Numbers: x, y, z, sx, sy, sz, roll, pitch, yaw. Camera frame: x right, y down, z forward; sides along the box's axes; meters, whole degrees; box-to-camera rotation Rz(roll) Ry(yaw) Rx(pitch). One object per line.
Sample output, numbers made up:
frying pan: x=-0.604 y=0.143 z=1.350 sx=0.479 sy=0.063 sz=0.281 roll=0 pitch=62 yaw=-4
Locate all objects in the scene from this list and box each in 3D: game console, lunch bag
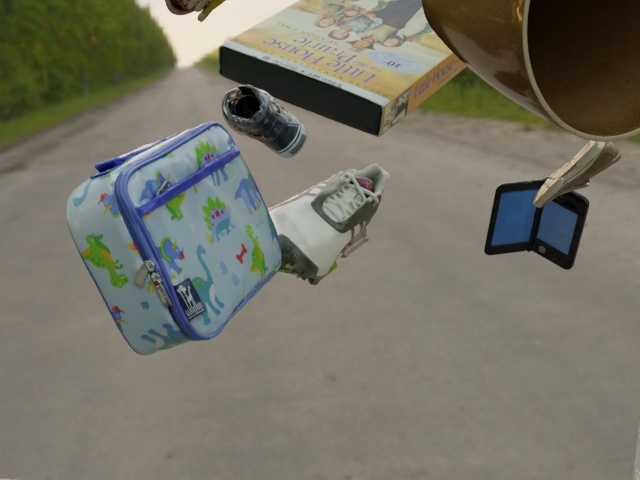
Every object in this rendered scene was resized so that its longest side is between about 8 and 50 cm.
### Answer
game console: x=0.340 y=-0.020 z=1.713 sx=0.124 sy=0.144 sz=0.085 roll=33 pitch=47 yaw=31
lunch bag: x=-0.128 y=-0.009 z=0.998 sx=0.090 sy=0.176 sz=0.219 roll=-20 pitch=10 yaw=27

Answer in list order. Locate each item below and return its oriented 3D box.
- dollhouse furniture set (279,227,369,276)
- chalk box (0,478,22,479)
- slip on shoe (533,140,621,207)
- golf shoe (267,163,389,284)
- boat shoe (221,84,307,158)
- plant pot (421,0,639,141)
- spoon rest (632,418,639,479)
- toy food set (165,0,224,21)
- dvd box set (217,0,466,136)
dollhouse furniture set: x=0.000 y=0.000 z=1.582 sx=0.058 sy=0.076 sz=0.151 roll=13 pitch=39 yaw=43
chalk box: x=-0.457 y=0.505 z=1.559 sx=0.179 sy=0.289 sz=0.180 roll=-2 pitch=-30 yaw=26
slip on shoe: x=0.339 y=-0.084 z=1.441 sx=0.135 sy=0.041 sz=0.051 roll=-47 pitch=6 yaw=28
golf shoe: x=0.006 y=-0.034 z=1.300 sx=0.120 sy=0.105 sz=0.273 roll=-45 pitch=0 yaw=19
boat shoe: x=-0.089 y=-0.166 z=1.341 sx=0.083 sy=0.065 sz=0.183 roll=37 pitch=-1 yaw=-39
plant pot: x=0.218 y=-0.240 z=1.093 sx=0.237 sy=0.237 sz=0.254 roll=-11 pitch=21 yaw=-27
spoon rest: x=0.351 y=0.200 z=1.069 sx=0.084 sy=0.277 sz=0.137 roll=-1 pitch=-7 yaw=-6
toy food set: x=-0.139 y=-0.329 z=1.342 sx=0.038 sy=0.132 sz=0.192 roll=42 pitch=9 yaw=16
dvd box set: x=0.073 y=-0.327 z=1.810 sx=0.307 sy=0.062 sz=0.420 roll=24 pitch=40 yaw=23
